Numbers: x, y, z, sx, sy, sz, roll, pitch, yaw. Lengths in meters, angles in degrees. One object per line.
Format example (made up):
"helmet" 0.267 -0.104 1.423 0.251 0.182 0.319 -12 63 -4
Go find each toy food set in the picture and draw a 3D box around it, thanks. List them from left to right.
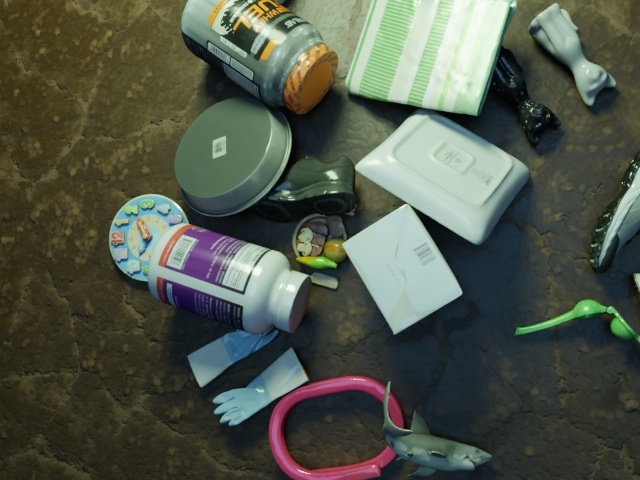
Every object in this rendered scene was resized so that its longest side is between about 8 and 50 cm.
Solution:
"toy food set" 0.000 0.000 1.270 0.132 0.038 0.192 12 88 15

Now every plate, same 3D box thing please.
"plate" 0.251 -0.148 1.129 0.278 0.045 0.277 34 50 14

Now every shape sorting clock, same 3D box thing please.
"shape sorting clock" -0.404 -0.007 1.370 0.206 0.040 0.206 -1 85 14

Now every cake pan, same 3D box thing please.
"cake pan" -0.204 -0.194 1.276 0.293 0.054 0.294 -12 62 23

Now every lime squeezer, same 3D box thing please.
"lime squeezer" 0.538 0.175 1.095 0.310 0.059 0.110 17 69 27

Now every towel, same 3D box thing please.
"towel" 0.215 -0.396 1.205 0.324 0.038 0.248 18 89 34

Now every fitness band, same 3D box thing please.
"fitness band" 0.034 0.398 1.222 0.290 0.054 0.209 -14 79 11

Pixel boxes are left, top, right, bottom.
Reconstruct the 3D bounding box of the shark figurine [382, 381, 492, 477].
"shark figurine" 0.185 0.379 1.145 0.166 0.278 0.116 -35 34 37

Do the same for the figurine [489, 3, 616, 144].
"figurine" 0.457 -0.333 1.171 0.214 0.092 0.210 -35 86 8

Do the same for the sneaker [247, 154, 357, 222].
"sneaker" -0.051 -0.118 1.270 0.286 0.109 0.130 -2 61 20

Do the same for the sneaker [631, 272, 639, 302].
"sneaker" 0.658 0.141 1.080 0.086 0.064 0.192 -19 78 16

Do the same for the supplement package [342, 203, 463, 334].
"supplement package" 0.168 0.059 1.138 0.149 0.203 0.194 -32 79 9

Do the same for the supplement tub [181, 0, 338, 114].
"supplement tub" -0.129 -0.421 1.261 0.316 0.193 0.194 36 94 14

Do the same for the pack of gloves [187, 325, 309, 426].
"pack of gloves" -0.159 0.284 1.292 0.232 0.046 0.195 -33 66 7

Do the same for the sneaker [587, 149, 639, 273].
"sneaker" 0.602 -0.053 1.097 0.108 0.100 0.272 32 93 9

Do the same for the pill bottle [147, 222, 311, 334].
"pill bottle" -0.189 0.087 1.236 0.322 0.181 0.182 17 89 14

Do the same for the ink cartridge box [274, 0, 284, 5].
"ink cartridge box" -0.136 -0.620 1.333 0.090 0.092 0.143 -45 75 7
